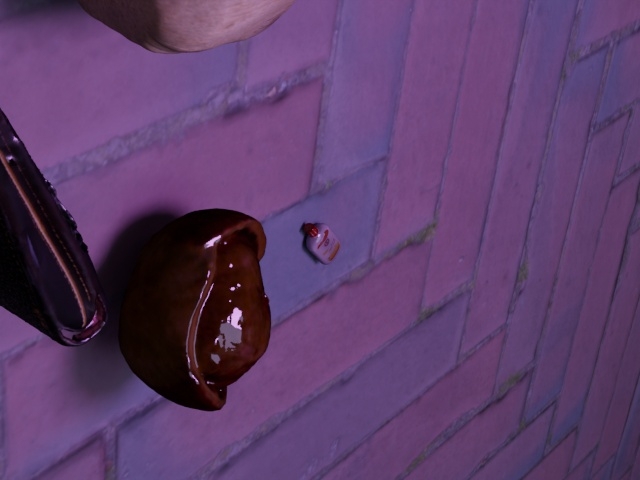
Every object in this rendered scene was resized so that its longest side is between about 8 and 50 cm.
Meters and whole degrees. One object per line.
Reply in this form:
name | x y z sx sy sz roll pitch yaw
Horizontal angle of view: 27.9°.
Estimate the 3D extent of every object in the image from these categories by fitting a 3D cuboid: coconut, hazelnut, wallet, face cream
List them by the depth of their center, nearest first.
wallet | -0.272 -0.050 0.929 0.071 0.221 0.262 -43 146 -25
coconut | -0.098 -0.256 1.062 0.224 0.224 0.224 -39 142 -38
hazelnut | -0.120 0.064 1.316 0.201 0.161 0.170 -61 -175 11
face cream | 0.000 0.000 1.616 0.040 0.021 0.083 -60 150 -10
